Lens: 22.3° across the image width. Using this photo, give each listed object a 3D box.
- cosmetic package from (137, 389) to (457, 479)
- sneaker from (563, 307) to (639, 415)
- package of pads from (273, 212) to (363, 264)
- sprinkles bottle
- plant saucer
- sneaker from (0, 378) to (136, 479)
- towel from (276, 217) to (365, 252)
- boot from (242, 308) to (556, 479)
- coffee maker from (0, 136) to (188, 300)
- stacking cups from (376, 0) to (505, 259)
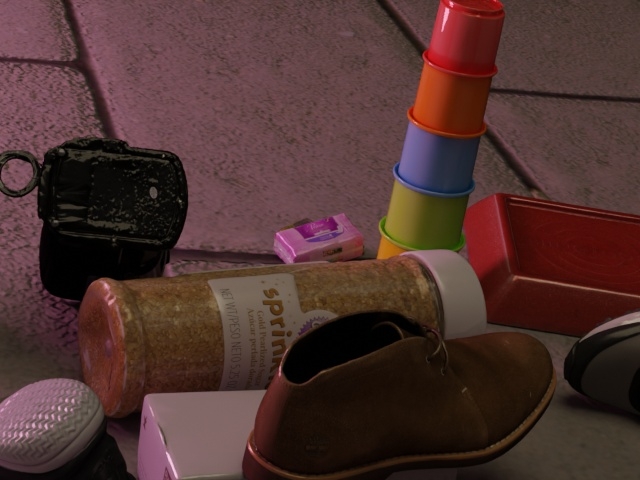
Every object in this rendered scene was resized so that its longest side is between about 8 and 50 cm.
[{"bbox_3d":[-0.020,0.180,1.282,0.231,0.085,0.117,-1,29,-19],"label":"cosmetic package"},{"bbox_3d":[0.360,0.138,1.500,0.271,0.100,0.108,11,31,-1],"label":"sneaker"},{"bbox_3d":[-0.002,0.004,1.680,0.083,0.032,0.050,-17,41,-22],"label":"package of pads"},{"bbox_3d":[-0.030,0.079,1.436,0.355,0.121,0.121,-5,30,-27],"label":"sprinkles bottle"},{"bbox_3d":[0.291,0.025,1.753,0.258,0.048,0.259,9,27,-4],"label":"plant saucer"},{"bbox_3d":[-0.226,0.189,1.172,0.268,0.153,0.101,-12,26,43],"label":"sneaker"},{"bbox_3d":[0.000,0.000,1.730,0.083,0.009,0.060,27,30,30],"label":"towel"},{"bbox_3d":[0.080,0.106,1.249,0.305,0.115,0.112,-14,36,-40],"label":"boot"},{"bbox_3d":[-0.213,-0.023,1.478,0.171,0.178,0.120,28,68,-3],"label":"coffee maker"},{"bbox_3d":[0.123,-0.085,1.603,0.096,0.316,0.096,10,28,-5],"label":"stacking cups"}]
